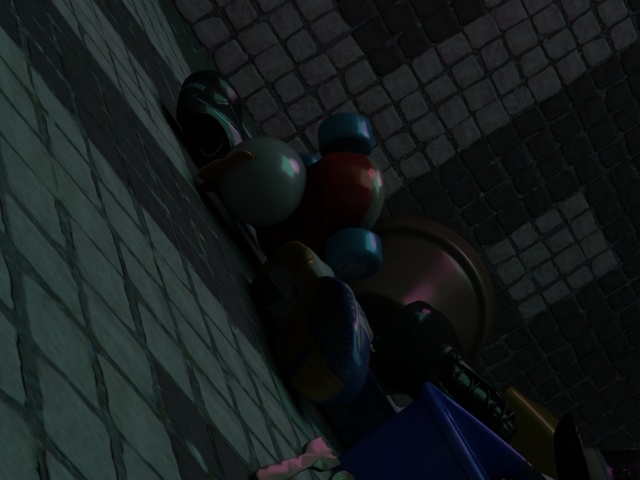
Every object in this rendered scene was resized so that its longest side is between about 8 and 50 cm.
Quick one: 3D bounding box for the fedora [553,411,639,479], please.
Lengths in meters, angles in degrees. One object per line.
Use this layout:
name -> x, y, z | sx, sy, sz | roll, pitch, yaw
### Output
fedora -> 0.339, 0.319, 1.370 | 0.334, 0.153, 0.334 | -12, 90, -86

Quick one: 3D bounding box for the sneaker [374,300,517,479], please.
sneaker -> 0.161, 0.179, 1.586 | 0.130, 0.109, 0.286 | 25, -25, 45

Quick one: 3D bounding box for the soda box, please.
soda box -> 0.078, 0.249, 1.610 | 0.210, 0.067, 0.071 | 57, 3, 0

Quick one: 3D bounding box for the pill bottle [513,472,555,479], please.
pill bottle -> 0.296, 0.428, 1.714 | 0.323, 0.181, 0.181 | 45, 11, -41

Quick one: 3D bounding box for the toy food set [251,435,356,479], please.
toy food set -> 0.034, 0.232, 1.029 | 0.192, 0.038, 0.132 | 58, 27, 12

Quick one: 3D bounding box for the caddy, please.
caddy -> 0.165, 0.306, 1.407 | 0.341, 0.179, 0.241 | 59, 3, 27

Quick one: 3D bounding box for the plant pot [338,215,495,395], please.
plant pot -> 0.098, 0.111, 1.934 | 0.263, 0.263, 0.229 | 58, 20, -1

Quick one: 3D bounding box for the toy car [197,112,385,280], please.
toy car -> -0.061, -0.056, 1.764 | 0.238, 0.210, 0.219 | 18, 54, -29

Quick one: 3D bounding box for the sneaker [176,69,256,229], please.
sneaker -> -0.123, -0.101, 1.904 | 0.267, 0.101, 0.106 | 57, 25, -19

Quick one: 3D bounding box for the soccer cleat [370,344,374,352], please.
soccer cleat -> 0.052, 0.141, 2.116 | 0.196, 0.076, 0.068 | 57, 3, -10

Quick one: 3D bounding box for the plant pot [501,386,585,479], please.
plant pot -> 0.300, 0.360, 1.942 | 0.187, 0.212, 0.212 | 38, 2, 28

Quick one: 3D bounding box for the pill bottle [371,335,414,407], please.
pill bottle -> 0.116, 0.135, 2.367 | 0.278, 0.162, 0.162 | 59, 4, 23

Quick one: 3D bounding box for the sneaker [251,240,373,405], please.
sneaker -> 0.019, 0.104, 1.537 | 0.131, 0.112, 0.296 | 43, 11, -26
